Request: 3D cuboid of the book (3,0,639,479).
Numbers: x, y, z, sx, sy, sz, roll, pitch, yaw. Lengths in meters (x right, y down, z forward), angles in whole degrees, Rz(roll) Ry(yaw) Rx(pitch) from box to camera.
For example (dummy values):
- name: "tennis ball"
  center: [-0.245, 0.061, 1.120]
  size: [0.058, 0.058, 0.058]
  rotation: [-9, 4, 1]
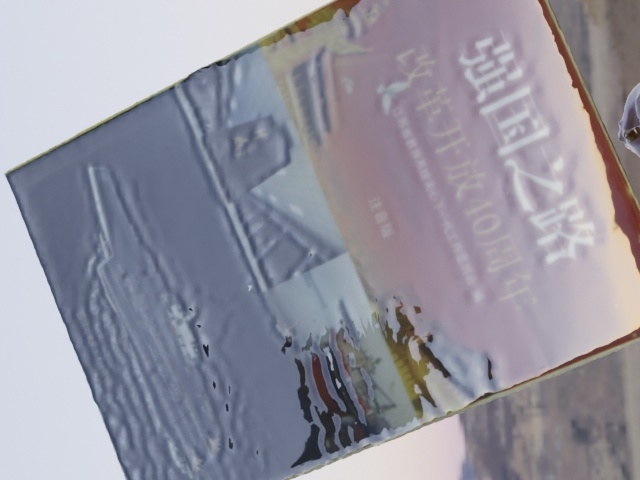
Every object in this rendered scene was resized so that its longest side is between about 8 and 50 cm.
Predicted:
- name: "book"
  center: [0.000, 0.000, 0.816]
  size: [0.262, 0.374, 0.028]
  rotation: [67, -162, 7]

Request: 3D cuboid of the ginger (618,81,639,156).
- name: "ginger"
  center: [0.324, -0.143, 0.752]
  size: [0.152, 0.357, 0.274]
  rotation: [41, -154, -12]
